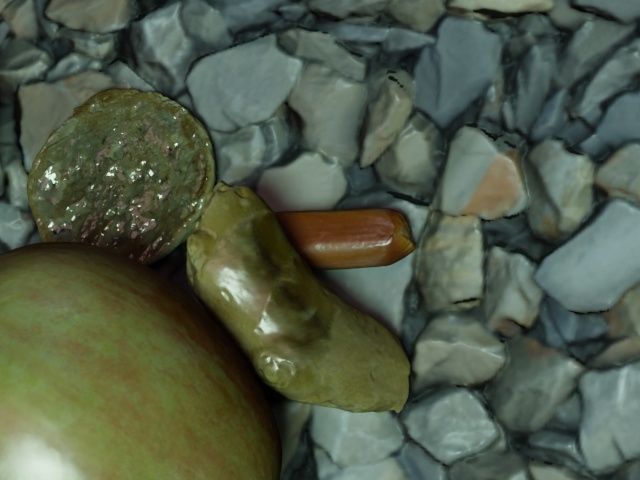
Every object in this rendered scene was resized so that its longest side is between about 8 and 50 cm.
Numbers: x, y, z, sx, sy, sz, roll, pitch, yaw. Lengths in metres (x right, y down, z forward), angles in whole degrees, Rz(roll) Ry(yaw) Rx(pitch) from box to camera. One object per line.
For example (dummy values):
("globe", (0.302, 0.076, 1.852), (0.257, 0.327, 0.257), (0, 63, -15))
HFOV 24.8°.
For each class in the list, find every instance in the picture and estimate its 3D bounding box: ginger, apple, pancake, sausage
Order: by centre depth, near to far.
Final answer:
("apple", (-0.151, 0.134, 0.889), (0.234, 0.257, 0.257), (25, 81, -5))
("ginger", (-0.020, 0.046, 0.937), (0.095, 0.069, 0.190), (-38, 85, -23))
("sausage", (0.000, 0.000, 0.987), (0.131, 0.039, 0.041), (-2, 65, 18))
("pancake", (-0.144, -0.046, 1.061), (0.152, 0.025, 0.151), (-6, 72, 19))
